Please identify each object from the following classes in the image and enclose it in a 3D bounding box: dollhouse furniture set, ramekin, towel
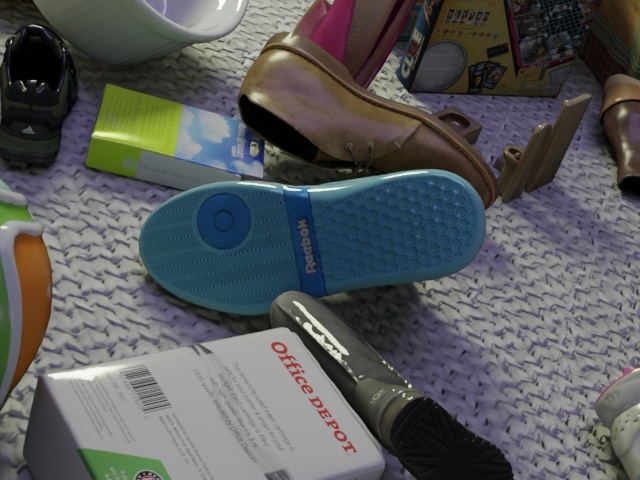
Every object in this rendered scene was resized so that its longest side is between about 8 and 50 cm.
[{"bbox_3d":[0.202,-0.142,1.465,0.151,0.123,0.144,38,38,24],"label":"dollhouse furniture set"},{"bbox_3d":[-0.218,-0.332,1.402,0.277,0.135,0.277,33,48,-45],"label":"ramekin"},{"bbox_3d":[0.406,-0.392,1.700,0.040,0.370,0.271,-8,41,-12],"label":"towel"}]

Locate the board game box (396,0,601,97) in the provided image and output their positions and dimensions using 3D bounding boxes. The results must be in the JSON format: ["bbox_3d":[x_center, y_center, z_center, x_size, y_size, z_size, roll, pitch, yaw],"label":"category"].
[{"bbox_3d":[0.235,-0.269,1.619,0.243,0.165,0.042,-1,40,-29],"label":"board game box"}]

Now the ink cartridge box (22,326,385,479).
[{"bbox_3d":[-0.087,0.163,0.932,0.219,0.092,0.160,-8,44,-34],"label":"ink cartridge box"}]

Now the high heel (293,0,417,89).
[{"bbox_3d":[0.106,-0.323,1.464,0.127,0.377,0.181,21,26,-29],"label":"high heel"}]

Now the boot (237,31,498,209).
[{"bbox_3d":[0.047,-0.098,1.345,0.305,0.112,0.115,31,50,-2],"label":"boot"}]

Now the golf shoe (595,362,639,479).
[{"bbox_3d":[0.404,0.198,1.135,0.306,0.115,0.140,5,48,-11],"label":"golf shoe"}]

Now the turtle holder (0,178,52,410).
[{"bbox_3d":[-0.343,0.038,0.894,0.320,0.243,0.227,-12,8,23],"label":"turtle holder"}]

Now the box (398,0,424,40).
[{"bbox_3d":[0.077,-0.373,1.772,0.101,0.060,0.244,-1,40,-29],"label":"box"}]

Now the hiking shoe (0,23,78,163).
[{"bbox_3d":[-0.285,-0.178,1.278,0.086,0.114,0.227,8,36,-18],"label":"hiking shoe"}]

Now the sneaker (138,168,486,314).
[{"bbox_3d":[0.000,0.000,1.197,0.319,0.127,0.208,-2,1,8],"label":"sneaker"}]

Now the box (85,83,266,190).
[{"bbox_3d":[-0.149,-0.101,1.304,0.178,0.042,0.109,14,36,-11],"label":"box"}]

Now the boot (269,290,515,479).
[{"bbox_3d":[0.055,0.142,1.044,0.076,0.189,0.208,-44,32,-13],"label":"boot"}]

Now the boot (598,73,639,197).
[{"bbox_3d":[0.483,-0.113,1.628,0.248,0.090,0.207,13,47,-13],"label":"boot"}]
